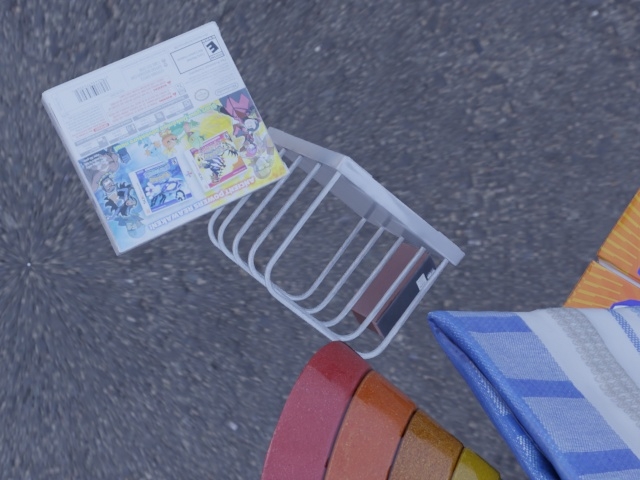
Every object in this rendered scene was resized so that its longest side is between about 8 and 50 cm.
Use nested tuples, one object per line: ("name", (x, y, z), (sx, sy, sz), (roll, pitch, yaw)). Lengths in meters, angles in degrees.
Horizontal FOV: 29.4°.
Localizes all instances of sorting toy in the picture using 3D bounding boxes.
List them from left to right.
("sorting toy", (0.013, 0.243, 0.635), (0.126, 0.127, 0.365), (15, 90, 14))

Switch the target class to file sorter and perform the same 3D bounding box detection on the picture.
("file sorter", (0.000, 0.000, 1.480), (0.193, 0.277, 0.173), (38, 88, -23))

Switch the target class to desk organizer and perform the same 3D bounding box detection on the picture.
("desk organizer", (0.104, 0.069, 1.725), (0.130, 0.050, 0.047), (-51, 143, -16))

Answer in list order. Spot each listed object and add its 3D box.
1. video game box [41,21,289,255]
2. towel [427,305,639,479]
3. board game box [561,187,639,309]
("video game box", (-0.164, -0.110, 1.305), (0.205, 0.048, 0.187), (-26, 88, -16))
("towel", (0.221, 0.102, 0.683), (0.285, 0.209, 0.034), (2, 126, -31))
("board game box", (0.462, 0.140, 1.310), (0.356, 0.356, 0.356), (33, 90, 21))
